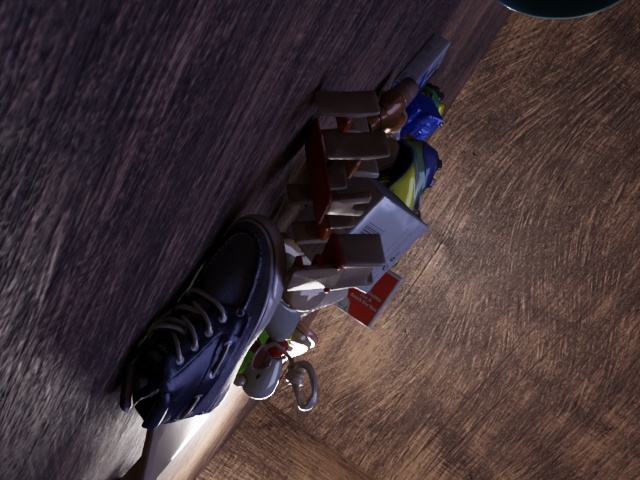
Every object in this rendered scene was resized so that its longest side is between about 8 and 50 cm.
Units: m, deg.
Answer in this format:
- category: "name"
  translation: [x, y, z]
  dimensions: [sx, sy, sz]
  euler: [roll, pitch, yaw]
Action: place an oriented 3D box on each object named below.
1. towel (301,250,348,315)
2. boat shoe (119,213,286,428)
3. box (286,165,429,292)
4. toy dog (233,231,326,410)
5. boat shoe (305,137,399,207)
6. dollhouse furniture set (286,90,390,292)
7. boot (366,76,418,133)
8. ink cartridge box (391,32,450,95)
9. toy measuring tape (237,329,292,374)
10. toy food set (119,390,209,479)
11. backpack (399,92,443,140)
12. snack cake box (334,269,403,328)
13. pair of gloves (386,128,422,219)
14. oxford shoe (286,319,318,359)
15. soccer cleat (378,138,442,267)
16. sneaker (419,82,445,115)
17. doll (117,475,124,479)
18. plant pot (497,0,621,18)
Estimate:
- category: "towel"
  translation: [-0.027, 0.081, 1.533]
  dimensions: [0.187, 0.049, 0.282]
  euler: [-21, 148, -13]
- category: "boat shoe"
  translation: [-0.169, 0.122, 0.989]
  dimensions: [0.158, 0.127, 0.340]
  euler: [-6, 121, -59]
- category: "box"
  translation: [0.070, -0.021, 1.281]
  dimensions: [0.181, 0.119, 0.182]
  euler: [-47, 142, 12]
- category: "toy dog"
  translation: [-0.112, 0.149, 1.281]
  dimensions: [0.220, 0.161, 0.333]
  euler: [11, -84, 57]
- category: "boat shoe"
  translation: [0.077, -0.121, 1.444]
  dimensions: [0.324, 0.117, 0.096]
  euler: [-43, 142, -45]
- category: "dollhouse furniture set"
  translation: [0.004, -0.059, 1.046]
  dimensions: [0.262, 0.135, 0.259]
  euler: [114, -30, -60]
- category: "boot"
  translation: [0.121, -0.254, 1.473]
  dimensions: [0.152, 0.073, 0.197]
  euler: [-45, 171, -22]
- category: "ink cartridge box"
  translation: [0.225, -0.385, 1.611]
  dimensions: [0.207, 0.046, 0.097]
  euler: [-51, 171, -32]
- category: "toy measuring tape"
  translation: [-0.170, 0.256, 1.517]
  dimensions: [0.330, 0.121, 0.121]
  euler: [-21, 148, -49]
- category: "toy food set"
  translation: [-0.281, 0.302, 1.250]
  dimensions: [0.220, 0.092, 0.306]
  euler: [-46, 160, -51]
- category: "backpack"
  translation: [0.218, -0.293, 1.687]
  dimensions: [0.120, 0.101, 0.097]
  euler: [-46, -141, 35]
- category: "snack cake box"
  translation: [0.056, 0.085, 1.742]
  dimensions: [0.152, 0.264, 0.089]
  euler: [-55, 174, -1]
- category: "pair of gloves"
  translation: [0.185, -0.170, 1.627]
  dimensions: [0.240, 0.042, 0.204]
  euler: [-129, -145, -59]
- category: "oxford shoe"
  translation: [-0.117, 0.290, 1.893]
  dimensions: [0.146, 0.140, 0.397]
  euler: [-47, 180, -22]
- category: "soccer cleat"
  translation: [0.145, -0.073, 1.417]
  dimensions: [0.093, 0.121, 0.289]
  euler: [34, -77, 56]
- category: "sneaker"
  translation: [0.206, -0.257, 1.856]
  dimensions: [0.146, 0.134, 0.343]
  euler: [-36, 151, -52]
- category: "doll"
  translation: [-0.415, 0.528, 1.484]
  dimensions: [0.129, 0.046, 0.189]
  euler: [-47, 167, 2]
- category: "plant pot"
  translation: [0.393, -0.546, 1.096]
  dimensions: [0.293, 0.293, 0.235]
  euler: [112, -3, -61]
